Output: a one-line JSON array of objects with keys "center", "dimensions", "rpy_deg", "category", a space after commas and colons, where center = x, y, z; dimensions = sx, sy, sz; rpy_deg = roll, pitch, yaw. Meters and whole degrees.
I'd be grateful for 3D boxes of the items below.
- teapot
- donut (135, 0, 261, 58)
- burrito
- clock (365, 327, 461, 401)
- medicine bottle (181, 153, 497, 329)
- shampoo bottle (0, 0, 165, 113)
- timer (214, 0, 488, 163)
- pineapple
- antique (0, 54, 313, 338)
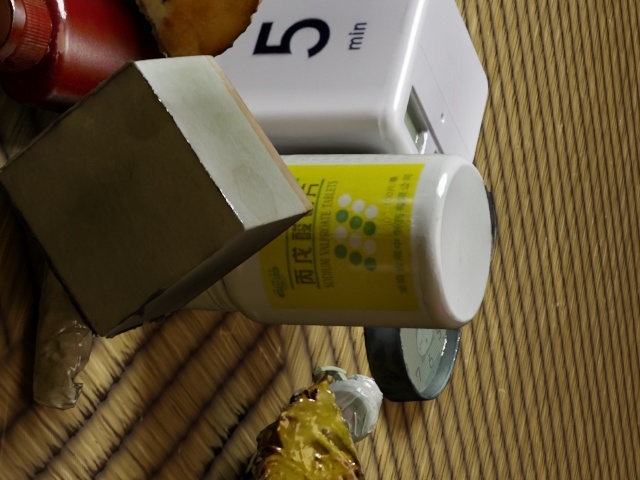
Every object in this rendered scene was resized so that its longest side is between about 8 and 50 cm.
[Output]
[{"center": [0.026, 0.158, 1.776], "dimensions": [0.083, 0.064, 0.064], "rpy_deg": [56, 19, -1], "category": "teapot"}, {"center": [-0.102, -0.243, 1.312], "dimensions": [0.085, 0.141, 0.217], "rpy_deg": [-62, 129, -74], "category": "donut"}, {"center": [-0.185, 0.052, 1.299], "dimensions": [0.055, 0.041, 0.149], "rpy_deg": [66, 28, -69], "category": "burrito"}, {"center": [0.106, 0.073, 1.971], "dimensions": [0.215, 0.042, 0.215], "rpy_deg": [0, 90, -66], "category": "clock"}, {"center": [0.000, 0.000, 1.453], "dimensions": [0.143, 0.258, 0.143], "rpy_deg": [0, 90, -65], "category": "medicine bottle"}, {"center": [-0.175, -0.140, 1.289], "dimensions": [0.260, 0.064, 0.102], "rpy_deg": [9, 80, -66], "category": "shampoo bottle"}, {"center": [0.022, -0.120, 1.581], "dimensions": [0.192, 0.195, 0.194], "rpy_deg": [59, 39, -50], "category": "timer"}, {"center": [-0.045, 0.259, 1.582], "dimensions": [0.164, 0.140, 0.250], "rpy_deg": [-22, 98, -22], "category": "pineapple"}, {"center": [-0.114, -0.033, 1.262], "dimensions": [0.147, 0.152, 0.148], "rpy_deg": [57, 25, 5], "category": "antique"}]
